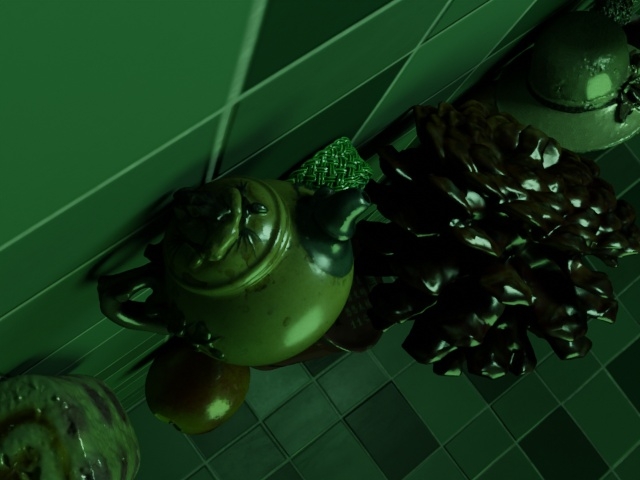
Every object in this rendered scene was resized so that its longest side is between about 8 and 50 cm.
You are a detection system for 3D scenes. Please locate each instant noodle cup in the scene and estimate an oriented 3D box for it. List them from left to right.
[{"bbox_3d":[-0.040,0.081,1.276,0.178,0.234,0.235,-28,-179,32],"label":"instant noodle cup"}]

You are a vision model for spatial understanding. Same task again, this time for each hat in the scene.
[{"bbox_3d":[0.387,-0.267,1.297,0.257,0.257,0.130,-36,144,-12],"label":"hat"}]

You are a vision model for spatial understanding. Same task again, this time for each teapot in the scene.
[{"bbox_3d":[-0.079,0.016,0.748,0.270,0.173,0.182,-17,146,13],"label":"teapot"}]

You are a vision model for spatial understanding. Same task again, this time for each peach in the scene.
[{"bbox_3d":[-0.264,0.309,1.873,0.231,0.231,0.231,-37,176,-3],"label":"peach"}]

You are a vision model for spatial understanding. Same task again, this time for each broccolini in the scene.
[{"bbox_3d":[0.531,-0.411,1.512,0.203,0.068,0.091,-33,155,-52],"label":"broccolini"}]

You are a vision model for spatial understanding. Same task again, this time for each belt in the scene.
[{"bbox_3d":[-0.002,-0.049,1.017,0.151,0.079,0.121,-40,175,41],"label":"belt"}]

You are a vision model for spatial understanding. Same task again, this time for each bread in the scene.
[{"bbox_3d":[-0.318,0.259,1.069,0.155,0.187,0.338,-31,174,-10],"label":"bread"}]

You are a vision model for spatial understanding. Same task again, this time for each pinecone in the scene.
[{"bbox_3d":[0.221,0.012,1.178,0.398,0.397,0.398,-37,176,-3],"label":"pinecone"}]

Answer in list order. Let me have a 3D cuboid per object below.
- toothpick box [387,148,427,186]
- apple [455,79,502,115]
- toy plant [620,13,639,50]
[{"bbox_3d":[0.280,-0.107,1.784,0.263,0.263,0.355,-34,176,-33],"label":"toothpick box"},{"bbox_3d":[0.303,-0.184,1.461,0.199,0.199,0.199,-37,176,-3],"label":"apple"},{"bbox_3d":[0.603,-0.382,1.837,0.218,0.175,0.235,-41,-156,-32],"label":"toy plant"}]
